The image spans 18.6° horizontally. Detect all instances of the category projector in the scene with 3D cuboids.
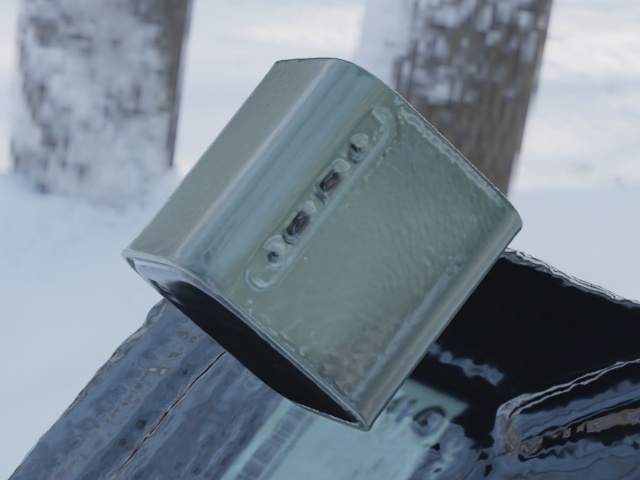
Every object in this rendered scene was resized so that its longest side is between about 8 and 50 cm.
[{"bbox_3d":[0.000,0.000,0.608,0.083,0.082,0.083,42,-12,-19],"label":"projector"}]

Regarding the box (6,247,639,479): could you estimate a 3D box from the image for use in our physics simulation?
[{"bbox_3d":[0.000,0.139,0.863,0.350,0.359,0.091,20,-26,48],"label":"box"}]
